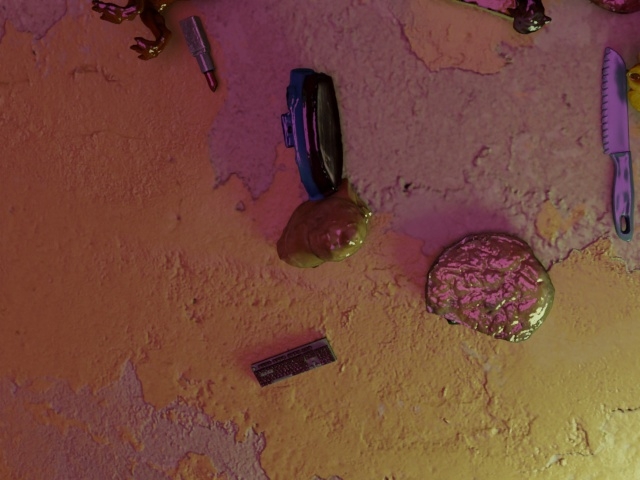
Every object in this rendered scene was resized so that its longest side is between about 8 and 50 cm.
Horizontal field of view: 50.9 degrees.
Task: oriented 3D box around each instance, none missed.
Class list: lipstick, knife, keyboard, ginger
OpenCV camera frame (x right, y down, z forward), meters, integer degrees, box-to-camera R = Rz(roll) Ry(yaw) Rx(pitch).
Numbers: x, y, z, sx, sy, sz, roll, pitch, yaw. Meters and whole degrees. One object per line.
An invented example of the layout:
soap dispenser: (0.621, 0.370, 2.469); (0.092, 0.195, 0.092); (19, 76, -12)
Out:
lipstick: (-0.204, -0.319, 1.160); (0.030, 0.030, 0.129); (-17, 101, 15)
knife: (0.476, -0.150, 1.076); (0.044, 0.019, 0.313); (-4, 102, 15)
keyboard: (-0.053, 0.233, 1.282); (0.165, 0.017, 0.055); (-23, 99, 16)
ginger: (-0.002, 0.001, 1.164); (0.193, 0.123, 0.115); (-37, 108, 25)

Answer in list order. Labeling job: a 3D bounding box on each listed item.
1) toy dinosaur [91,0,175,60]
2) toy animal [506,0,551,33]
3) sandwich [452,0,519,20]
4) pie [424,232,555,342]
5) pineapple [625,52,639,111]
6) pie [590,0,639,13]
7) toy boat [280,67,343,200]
toy dinosaur: (-0.257, -0.405, 1.103); (0.431, 0.097, 0.208); (20, 74, 2)
toy animal: (0.360, -0.381, 0.959); (0.188, 0.089, 0.179); (14, 110, 18)
sandwich: (0.233, -0.443, 1.024); (0.192, 0.058, 0.163); (20, 107, 5)
pie: (0.293, 0.077, 1.152); (0.218, 0.052, 0.185); (20, 109, 8)
pineapple: (0.559, -0.230, 1.004); (0.249, 0.139, 0.164); (41, 68, -17)
pie: (0.453, -0.429, 0.987); (0.182, 0.049, 0.183); (3, 103, 11)
toy boat: (-0.021, -0.175, 1.129); (0.097, 0.100, 0.223); (4, 106, 38)
